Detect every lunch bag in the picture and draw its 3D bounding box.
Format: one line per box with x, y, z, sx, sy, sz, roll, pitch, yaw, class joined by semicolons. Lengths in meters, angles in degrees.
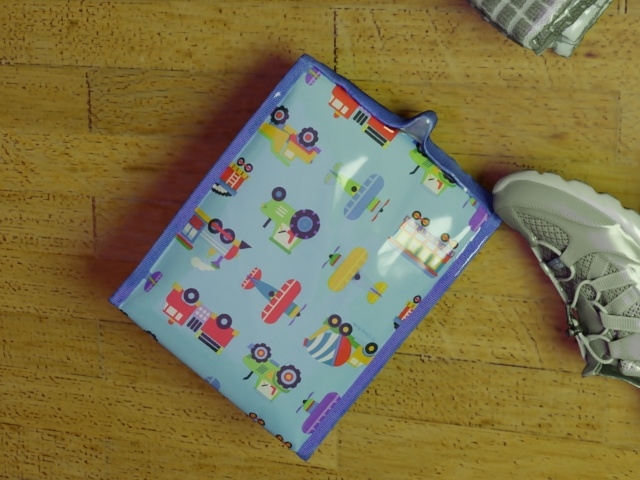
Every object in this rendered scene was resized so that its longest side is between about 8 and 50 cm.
0.000;0.000;1.211;0.221;0.138;0.293;39;109;0;lunch bag

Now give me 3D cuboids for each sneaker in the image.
0.239;0.055;1.133;0.281;0.105;0.115;43;80;6;sneaker

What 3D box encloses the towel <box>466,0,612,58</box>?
0.171;-0.308;1.078;0.235;0.121;0.283;41;114;8;towel
